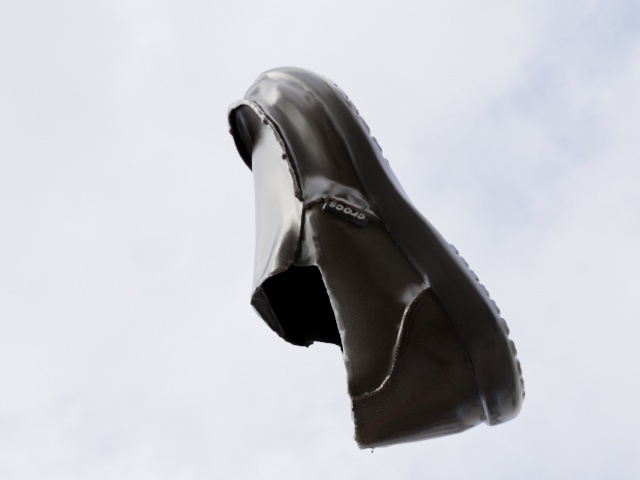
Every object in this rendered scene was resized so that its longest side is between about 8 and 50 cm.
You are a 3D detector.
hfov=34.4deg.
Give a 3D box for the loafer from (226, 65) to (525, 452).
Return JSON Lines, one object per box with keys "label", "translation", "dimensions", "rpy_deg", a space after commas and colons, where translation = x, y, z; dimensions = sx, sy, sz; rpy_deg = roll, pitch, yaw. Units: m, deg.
{"label": "loafer", "translation": [0.000, 0.000, 0.443], "dimensions": [0.078, 0.080, 0.220], "rpy_deg": [-26, -136, -9]}
